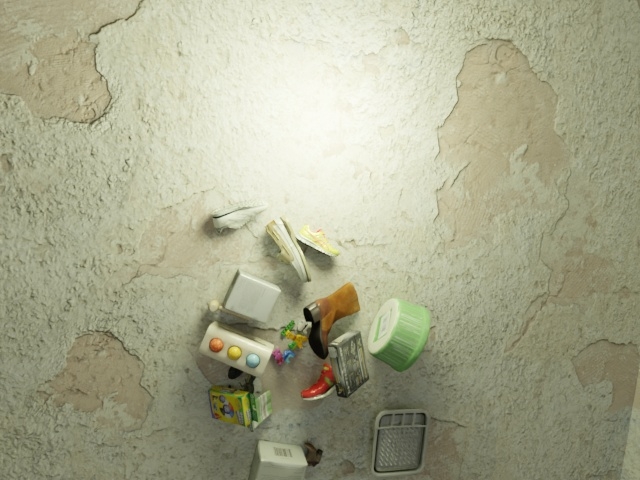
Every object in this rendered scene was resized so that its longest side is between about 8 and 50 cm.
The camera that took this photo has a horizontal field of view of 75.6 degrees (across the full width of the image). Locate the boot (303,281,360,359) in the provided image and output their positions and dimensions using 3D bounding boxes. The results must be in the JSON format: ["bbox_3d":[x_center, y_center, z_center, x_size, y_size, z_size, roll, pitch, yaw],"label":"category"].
[{"bbox_3d":[0.064,0.351,1.815,0.280,0.096,0.264,-22,99,-38],"label":"boot"}]

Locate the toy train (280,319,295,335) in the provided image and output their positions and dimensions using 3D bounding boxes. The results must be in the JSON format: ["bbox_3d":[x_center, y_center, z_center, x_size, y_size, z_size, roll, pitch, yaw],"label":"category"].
[{"bbox_3d":[-0.142,0.386,1.815,0.083,0.017,0.024,-47,114,-6],"label":"toy train"}]

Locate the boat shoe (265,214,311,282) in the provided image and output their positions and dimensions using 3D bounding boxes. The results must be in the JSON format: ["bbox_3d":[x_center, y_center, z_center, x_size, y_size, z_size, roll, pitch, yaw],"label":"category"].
[{"bbox_3d":[-0.135,0.050,1.743,0.103,0.113,0.302,-24,90,-10],"label":"boat shoe"}]

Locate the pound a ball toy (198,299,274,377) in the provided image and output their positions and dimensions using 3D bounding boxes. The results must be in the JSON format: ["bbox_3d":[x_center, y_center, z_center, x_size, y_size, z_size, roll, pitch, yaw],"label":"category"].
[{"bbox_3d":[-0.346,0.398,1.669,0.319,0.136,0.208,23,92,-1],"label":"pound a ball toy"}]

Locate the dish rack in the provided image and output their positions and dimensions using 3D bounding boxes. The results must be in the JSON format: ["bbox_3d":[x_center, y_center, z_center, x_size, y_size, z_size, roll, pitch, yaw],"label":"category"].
[{"bbox_3d":[0.372,0.954,1.974,0.285,0.072,0.333,4,94,-16],"label":"dish rack"}]

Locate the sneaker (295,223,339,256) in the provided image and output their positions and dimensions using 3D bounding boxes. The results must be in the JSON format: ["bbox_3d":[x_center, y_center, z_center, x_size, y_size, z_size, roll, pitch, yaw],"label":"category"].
[{"bbox_3d":[0.000,0.000,1.783,0.208,0.081,0.094,29,85,-15],"label":"sneaker"}]

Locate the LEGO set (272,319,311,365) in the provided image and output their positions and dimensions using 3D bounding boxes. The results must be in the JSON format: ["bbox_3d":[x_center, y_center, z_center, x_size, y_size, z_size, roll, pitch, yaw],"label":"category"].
[{"bbox_3d":[-0.132,0.437,1.786,0.093,0.087,0.227,42,83,-15],"label":"LEGO set"}]

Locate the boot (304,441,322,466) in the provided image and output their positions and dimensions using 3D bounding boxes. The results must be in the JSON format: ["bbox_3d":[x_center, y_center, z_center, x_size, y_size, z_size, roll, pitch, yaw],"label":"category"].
[{"bbox_3d":[-0.048,0.983,1.883,0.118,0.042,0.087,35,88,-15],"label":"boot"}]

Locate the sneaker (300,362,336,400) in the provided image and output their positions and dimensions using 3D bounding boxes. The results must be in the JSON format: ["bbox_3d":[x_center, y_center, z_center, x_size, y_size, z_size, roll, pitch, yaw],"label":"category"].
[{"bbox_3d":[0.025,0.614,1.845,0.279,0.107,0.118,-24,95,-22],"label":"sneaker"}]

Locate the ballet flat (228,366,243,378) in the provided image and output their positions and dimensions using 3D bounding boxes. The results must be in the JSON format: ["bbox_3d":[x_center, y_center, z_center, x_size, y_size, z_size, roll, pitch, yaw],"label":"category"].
[{"bbox_3d":[-0.336,0.522,1.766,0.057,0.049,0.173,36,92,-1],"label":"ballet flat"}]

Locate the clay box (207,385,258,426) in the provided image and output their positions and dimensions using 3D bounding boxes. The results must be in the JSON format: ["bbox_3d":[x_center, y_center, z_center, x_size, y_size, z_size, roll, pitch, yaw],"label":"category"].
[{"bbox_3d":[-0.360,0.681,1.695,0.053,0.222,0.128,-18,103,-57],"label":"clay box"}]

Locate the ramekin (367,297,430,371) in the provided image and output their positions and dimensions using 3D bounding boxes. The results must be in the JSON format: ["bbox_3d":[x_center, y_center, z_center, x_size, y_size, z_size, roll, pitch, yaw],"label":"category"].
[{"bbox_3d":[0.331,0.400,1.801,0.148,0.303,0.303,26,88,-8],"label":"ramekin"}]

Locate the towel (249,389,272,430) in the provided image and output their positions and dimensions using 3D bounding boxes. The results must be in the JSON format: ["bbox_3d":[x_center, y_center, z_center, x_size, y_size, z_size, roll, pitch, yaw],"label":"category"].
[{"bbox_3d":[-0.254,0.722,1.761,0.023,0.152,0.113,1,99,29],"label":"towel"}]

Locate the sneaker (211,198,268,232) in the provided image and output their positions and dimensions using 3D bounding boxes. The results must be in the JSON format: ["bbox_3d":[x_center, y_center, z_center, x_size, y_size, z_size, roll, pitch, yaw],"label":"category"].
[{"bbox_3d":[-0.325,-0.105,1.695,0.235,0.090,0.095,-15,112,-9],"label":"sneaker"}]

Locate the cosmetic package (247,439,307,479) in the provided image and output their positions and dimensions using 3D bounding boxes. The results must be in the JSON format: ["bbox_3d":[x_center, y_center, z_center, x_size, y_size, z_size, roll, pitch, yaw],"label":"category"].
[{"bbox_3d":[-0.212,1.102,1.794,0.217,0.156,0.385,16,92,-15],"label":"cosmetic package"}]

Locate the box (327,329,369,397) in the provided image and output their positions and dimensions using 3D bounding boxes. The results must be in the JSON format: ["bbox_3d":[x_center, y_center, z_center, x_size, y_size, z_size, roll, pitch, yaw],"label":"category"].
[{"bbox_3d":[0.123,0.526,1.776,0.183,0.056,0.231,-18,99,-51],"label":"box"}]

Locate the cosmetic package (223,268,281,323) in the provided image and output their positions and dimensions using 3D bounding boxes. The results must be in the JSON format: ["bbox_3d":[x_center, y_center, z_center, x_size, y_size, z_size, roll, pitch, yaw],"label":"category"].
[{"bbox_3d":[-0.281,0.226,1.693,0.183,0.151,0.152,25,89,-14],"label":"cosmetic package"}]

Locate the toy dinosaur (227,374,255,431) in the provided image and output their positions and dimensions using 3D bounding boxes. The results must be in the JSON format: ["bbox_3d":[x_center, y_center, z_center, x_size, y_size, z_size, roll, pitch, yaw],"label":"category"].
[{"bbox_3d":[-0.334,0.670,1.753,0.118,0.064,0.268,2,82,8],"label":"toy dinosaur"}]
